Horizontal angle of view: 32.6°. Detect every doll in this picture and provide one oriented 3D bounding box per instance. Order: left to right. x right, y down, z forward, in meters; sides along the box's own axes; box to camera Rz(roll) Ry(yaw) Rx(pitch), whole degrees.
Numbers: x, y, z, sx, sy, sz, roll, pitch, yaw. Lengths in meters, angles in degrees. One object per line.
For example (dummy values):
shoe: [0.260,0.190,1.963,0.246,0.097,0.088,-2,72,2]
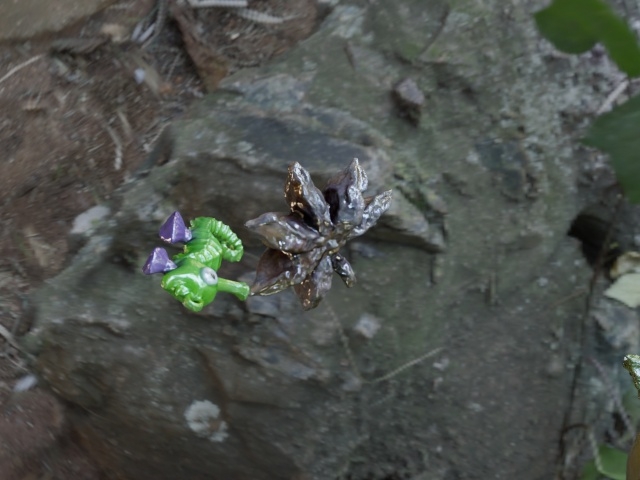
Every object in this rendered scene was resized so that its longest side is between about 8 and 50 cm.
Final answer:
doll: [-0.127,0.021,1.186,0.115,0.190,0.050,35,114,-14]

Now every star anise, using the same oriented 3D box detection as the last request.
star anise: [-0.010,-0.007,1.355,0.197,0.073,0.212,13,107,-37]

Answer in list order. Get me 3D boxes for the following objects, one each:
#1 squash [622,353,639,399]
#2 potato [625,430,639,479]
squash: [0.410,0.173,1.281,0.132,0.105,0.105,16,82,3]
potato: [0.300,0.221,0.733,0.246,0.196,0.299,61,38,-54]
